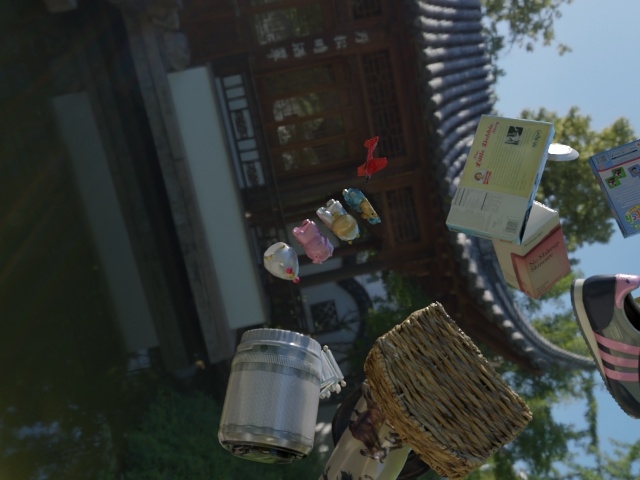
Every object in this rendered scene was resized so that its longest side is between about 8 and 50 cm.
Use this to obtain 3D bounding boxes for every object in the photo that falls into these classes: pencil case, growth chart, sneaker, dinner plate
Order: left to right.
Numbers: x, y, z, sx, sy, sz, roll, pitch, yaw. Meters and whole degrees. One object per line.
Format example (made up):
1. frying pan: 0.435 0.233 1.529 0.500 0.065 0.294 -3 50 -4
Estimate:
1. growth chart: -0.023 0.438 2.055 0.021 0.237 0.172 -33 -107 45
2. pencil case: 0.075 0.503 1.324 0.410 0.160 0.183 -63 161 -6
3. dinner plate: 0.759 -0.288 2.034 0.141 0.141 0.017 -107 -168 -59
4. sneaker: 0.592 0.204 1.191 0.319 0.131 0.112 59 42 -14

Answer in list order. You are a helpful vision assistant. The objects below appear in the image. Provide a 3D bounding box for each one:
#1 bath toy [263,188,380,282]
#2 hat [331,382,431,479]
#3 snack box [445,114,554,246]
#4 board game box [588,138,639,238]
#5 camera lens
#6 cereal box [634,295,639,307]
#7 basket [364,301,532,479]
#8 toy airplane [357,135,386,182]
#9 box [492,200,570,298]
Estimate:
1. bath toy: 0.000 0.000 1.819 0.129 0.348 0.151 54 -2 -19
2. hat: 0.196 0.493 1.615 0.331 0.331 0.134 -105 179 -47
3. snack box: 0.459 -0.160 1.611 0.060 0.187 0.322 41 67 -60
4. board game box: 0.753 -0.129 1.486 0.039 0.160 0.211 46 26 -68
5. camera lens: -0.113 0.369 1.479 0.219 0.219 0.274 83 14 -63
6. cereal box: 0.961 0.255 1.757 0.173 0.047 0.240 -40 -141 55
7. basket: 0.220 0.319 1.254 0.299 0.213 0.223 51 -25 18
8. toy airplane: 0.146 -0.238 1.825 0.151 0.028 0.151 -40 -139 47
9. box: 0.589 0.023 1.769 0.127 0.148 0.232 40 -16 51
